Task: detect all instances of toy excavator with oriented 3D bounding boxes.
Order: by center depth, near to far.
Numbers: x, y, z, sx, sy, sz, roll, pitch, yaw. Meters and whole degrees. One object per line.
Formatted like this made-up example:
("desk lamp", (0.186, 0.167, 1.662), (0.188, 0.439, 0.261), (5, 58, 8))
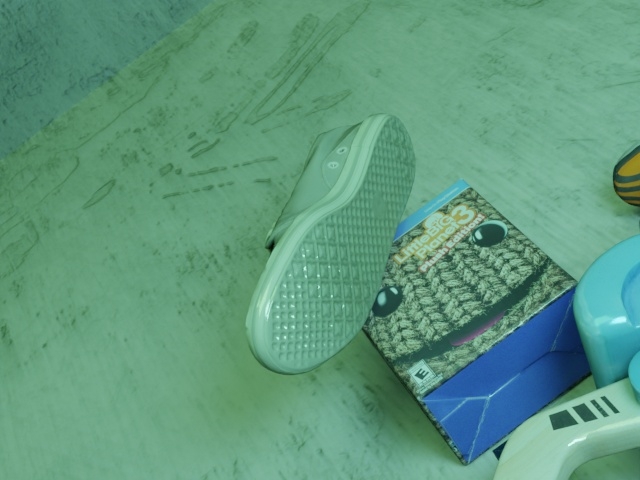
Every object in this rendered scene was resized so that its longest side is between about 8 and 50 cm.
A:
("toy excavator", (0.327, 0.150, 1.127), (0.445, 0.222, 0.433), (-20, 36, 10))

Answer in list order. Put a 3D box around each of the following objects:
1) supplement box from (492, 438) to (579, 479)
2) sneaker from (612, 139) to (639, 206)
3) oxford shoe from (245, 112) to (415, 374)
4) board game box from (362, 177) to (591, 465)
("supplement box", (0.243, 0.261, 1.219), (0.056, 0.083, 0.083), (-35, 35, -2))
("sneaker", (0.505, -0.058, 1.348), (0.321, 0.124, 0.180), (-10, 41, 31))
("oxford shoe", (0.000, 0.000, 1.409), (0.130, 0.169, 0.449), (-7, 37, 29))
("board game box", (0.181, 0.093, 1.415), (0.232, 0.141, 0.291), (-37, 35, -2))
